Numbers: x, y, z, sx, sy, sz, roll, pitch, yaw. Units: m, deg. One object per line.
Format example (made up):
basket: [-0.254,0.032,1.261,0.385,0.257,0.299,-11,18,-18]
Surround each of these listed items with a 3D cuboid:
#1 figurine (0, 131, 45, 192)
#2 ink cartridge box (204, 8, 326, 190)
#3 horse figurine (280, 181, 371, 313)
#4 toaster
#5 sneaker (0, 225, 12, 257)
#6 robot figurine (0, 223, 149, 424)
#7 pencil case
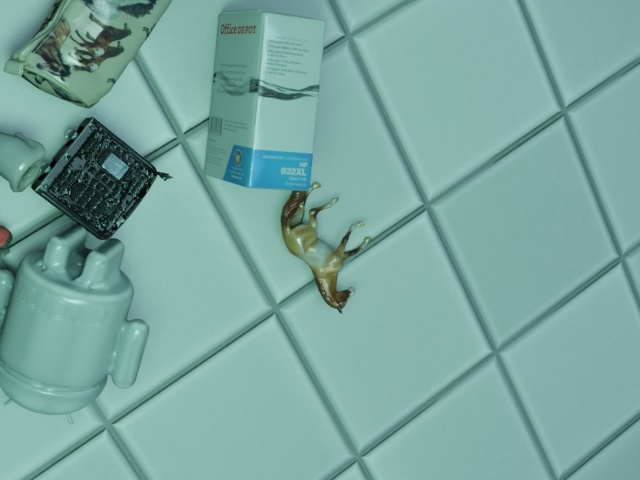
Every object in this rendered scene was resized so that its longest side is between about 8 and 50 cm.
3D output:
figurine: [-0.602,-0.136,1.723,0.209,0.092,0.215,40,65,2]
ink cartridge box: [-0.105,-0.256,1.897,0.129,0.223,0.307,2,99,-27]
horse figurine: [0.000,0.000,2.087,0.263,0.066,0.174,46,73,-28]
toaster: [-0.396,-0.108,1.849,0.186,0.110,0.168,40,83,-26]
sneaker: [-0.661,0.047,1.759,0.276,0.098,0.135,-46,116,-13]
robot figurine: [-0.448,0.153,1.805,0.300,0.200,0.353,21,107,6]
pencil case: [-0.363,-0.413,1.776,0.183,0.160,0.410,38,82,-43]
